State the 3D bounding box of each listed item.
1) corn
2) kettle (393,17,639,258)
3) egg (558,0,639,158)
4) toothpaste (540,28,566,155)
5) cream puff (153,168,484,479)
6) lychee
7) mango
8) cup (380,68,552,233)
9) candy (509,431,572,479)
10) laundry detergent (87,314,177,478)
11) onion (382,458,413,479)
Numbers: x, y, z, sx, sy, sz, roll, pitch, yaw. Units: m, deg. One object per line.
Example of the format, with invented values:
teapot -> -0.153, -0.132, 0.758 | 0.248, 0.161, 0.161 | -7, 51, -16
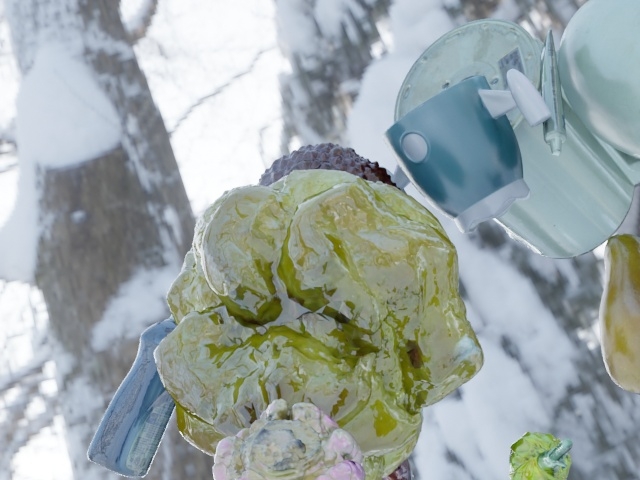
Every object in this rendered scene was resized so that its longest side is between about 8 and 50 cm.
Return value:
corn -> -0.012, 0.276, 1.169 | 0.126, 0.127, 0.335 | -14, -50, -9
kettle -> 0.360, -0.167, 2.227 | 0.361, 0.250, 0.376 | -30, -41, 22
egg -> 0.458, -0.216, 1.917 | 0.230, 0.371, 0.230 | -10, -62, -19
toothpaste -> 0.301, -0.190, 1.879 | 0.029, 0.197, 0.048 | 5, -35, -5
cream puff -> -0.017, 0.109, 1.496 | 0.378, 0.378, 0.275 | -43, -9, 28
lychee -> 0.000, 0.000, 1.899 | 0.271, 0.236, 0.236 | -54, -31, -18
mango -> 0.410, 0.092, 1.843 | 0.136, 0.228, 0.099 | 27, -43, -33
cup -> 0.192, -0.106, 1.919 | 0.167, 0.173, 0.299 | -23, -9, -47
candy -> 0.195, 0.185, 1.222 | 0.058, 0.062, 0.194 | -33, -12, -7
laundry detergent -> -0.192, 0.169, 1.655 | 0.206, 0.061, 0.096 | -65, -30, -6
onion -> 0.034, 0.372, 2.275 | 0.252, 0.252, 0.219 | -3, -31, -24
